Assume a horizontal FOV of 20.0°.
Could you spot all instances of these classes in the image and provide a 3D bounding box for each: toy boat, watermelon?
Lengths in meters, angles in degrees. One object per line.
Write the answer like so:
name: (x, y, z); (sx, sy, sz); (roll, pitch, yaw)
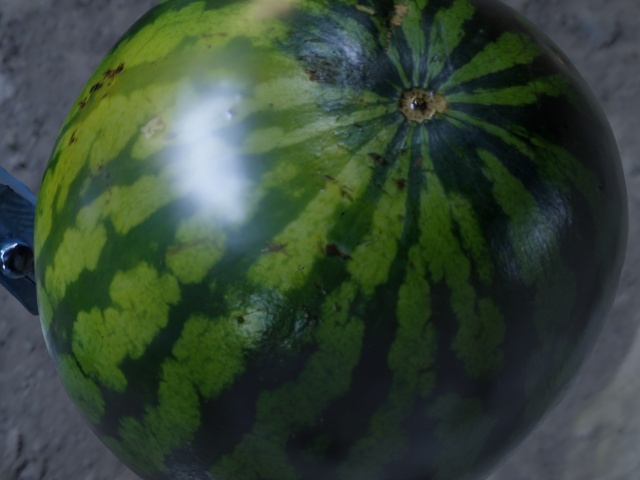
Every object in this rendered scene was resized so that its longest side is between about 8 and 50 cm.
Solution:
toy boat: (-0.276, -0.032, 1.231); (0.238, 0.098, 0.109); (35, 6, -2)
watermelon: (0.000, 0.000, 0.893); (0.285, 0.285, 0.285); (14, 54, -20)
